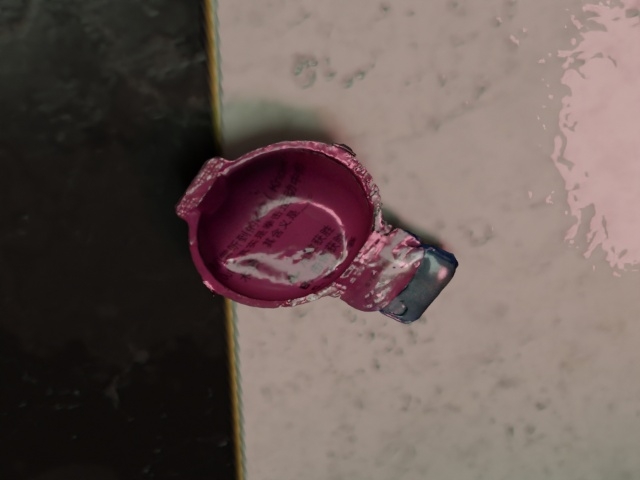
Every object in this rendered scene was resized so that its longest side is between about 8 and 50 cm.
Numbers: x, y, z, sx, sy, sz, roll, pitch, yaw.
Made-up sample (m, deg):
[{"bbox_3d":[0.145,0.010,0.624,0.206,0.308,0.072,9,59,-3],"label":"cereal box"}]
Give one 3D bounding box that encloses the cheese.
[{"bbox_3d":[0.000,0.000,0.771,0.145,0.038,0.095,25,114,-28],"label":"cheese"}]
